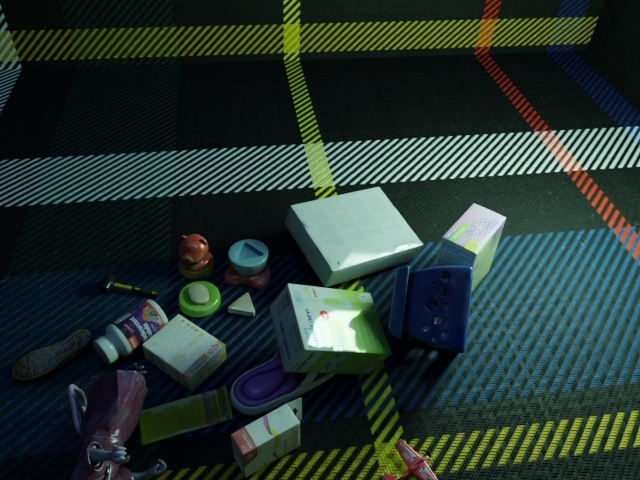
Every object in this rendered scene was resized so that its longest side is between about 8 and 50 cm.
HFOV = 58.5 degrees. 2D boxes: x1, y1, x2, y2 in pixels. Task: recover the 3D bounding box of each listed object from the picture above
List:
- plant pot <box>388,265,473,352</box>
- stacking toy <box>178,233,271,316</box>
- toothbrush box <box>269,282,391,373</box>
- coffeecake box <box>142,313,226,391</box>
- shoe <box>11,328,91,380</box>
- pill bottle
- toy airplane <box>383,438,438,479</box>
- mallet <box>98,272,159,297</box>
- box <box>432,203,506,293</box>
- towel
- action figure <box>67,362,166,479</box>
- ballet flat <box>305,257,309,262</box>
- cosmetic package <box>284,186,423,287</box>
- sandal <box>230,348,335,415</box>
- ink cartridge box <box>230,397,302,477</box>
[{"bbox_3d":[0.312,0.187,1.620,0.212,0.236,0.236,6,82,14],"label":"plant pot"},{"bbox_3d":[-0.315,0.096,1.806,0.308,0.130,0.280,2,42,-1],"label":"stacking toy"},{"bbox_3d":[0.026,0.245,1.563,0.283,0.122,0.206,9,46,-31],"label":"toothbrush box"},{"bbox_3d":[-0.382,0.313,1.612,0.185,0.068,0.142,27,48,24],"label":"coffeecake box"},{"bbox_3d":[-0.741,0.327,1.594,0.219,0.058,0.077,-28,71,-24],"label":"shoe"},{"bbox_3d":[-0.541,0.262,1.629,0.108,0.108,0.193,32,50,28],"label":"pill bottle"},{"bbox_3d":[0.219,0.568,1.400,0.151,0.028,0.151,1,42,-1],"label":"toy airplane"},{"bbox_3d":[-0.604,0.157,1.796,0.189,0.039,0.062,17,43,9],"label":"mallet"},{"bbox_3d":[0.466,0.047,1.820,0.117,0.243,0.213,29,49,25],"label":"box"},{"bbox_3d":[-0.353,0.455,1.495,0.237,0.021,0.102,-12,44,-16],"label":"towel"},{"bbox_3d":[-0.511,0.470,1.308,0.275,0.248,0.370,-3,45,5],"label":"action figure"},{"bbox_3d":[0.000,0.000,1.979,0.077,0.091,0.241,29,45,-17],"label":"ballet flat"},{"bbox_3d":[0.112,-0.022,1.908,0.377,0.097,0.284,-14,54,-31],"label":"cosmetic package"},{"bbox_3d":[-0.061,0.335,1.581,0.169,0.102,0.416,36,50,28],"label":"sandal"},{"bbox_3d":[-0.115,0.482,1.409,0.198,0.115,0.067,-23,48,-25],"label":"ink cartridge box"}]
